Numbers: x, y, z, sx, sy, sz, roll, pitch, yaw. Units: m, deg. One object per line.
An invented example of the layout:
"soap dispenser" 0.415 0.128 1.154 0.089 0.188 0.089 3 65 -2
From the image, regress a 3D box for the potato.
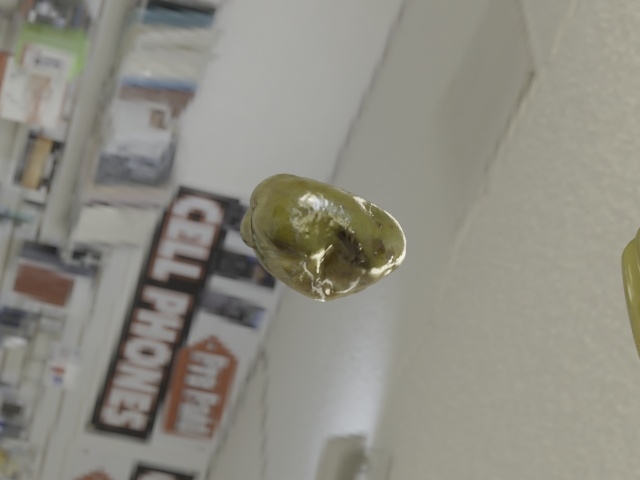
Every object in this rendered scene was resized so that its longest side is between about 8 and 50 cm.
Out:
"potato" 0.001 -0.005 1.931 0.154 0.200 0.137 129 -26 -50

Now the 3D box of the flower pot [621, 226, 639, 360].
"flower pot" 0.429 0.063 1.776 0.179 0.195 0.195 -107 -150 -42
